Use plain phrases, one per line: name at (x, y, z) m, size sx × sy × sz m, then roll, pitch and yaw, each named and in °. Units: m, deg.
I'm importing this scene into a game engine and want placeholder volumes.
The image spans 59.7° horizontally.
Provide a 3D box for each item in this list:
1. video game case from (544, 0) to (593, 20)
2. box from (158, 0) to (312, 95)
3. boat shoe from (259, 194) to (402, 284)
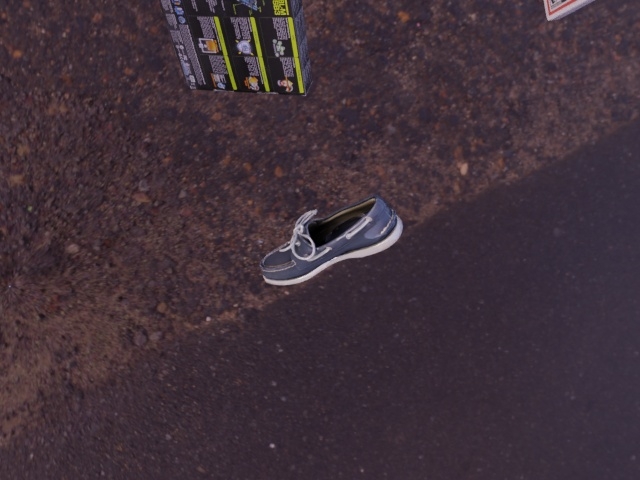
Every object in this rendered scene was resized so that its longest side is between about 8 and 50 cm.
video game case at (0.367, -0.487, 0.788) m, size 0.025 × 0.204 × 0.286 m, roll -14°, pitch 96°, yaw -11°
box at (-0.112, -0.283, 0.726) m, size 0.191 × 0.184 × 0.045 m, roll 79°, pitch 20°, yaw -48°
boat shoe at (0.000, 0.000, 0.866) m, size 0.079 × 0.254 × 0.095 m, roll 48°, pitch 38°, yaw -34°
